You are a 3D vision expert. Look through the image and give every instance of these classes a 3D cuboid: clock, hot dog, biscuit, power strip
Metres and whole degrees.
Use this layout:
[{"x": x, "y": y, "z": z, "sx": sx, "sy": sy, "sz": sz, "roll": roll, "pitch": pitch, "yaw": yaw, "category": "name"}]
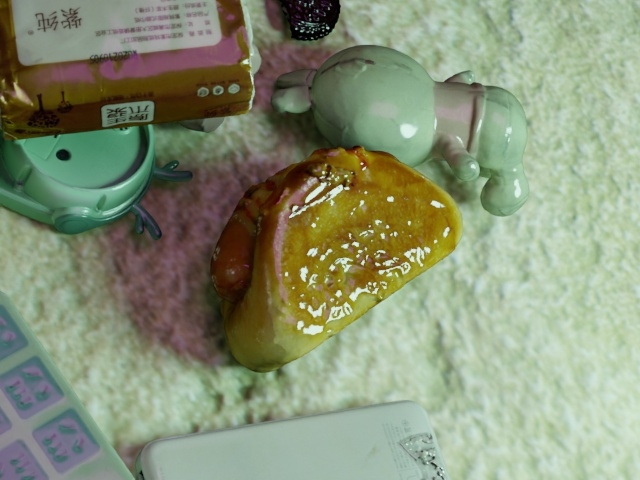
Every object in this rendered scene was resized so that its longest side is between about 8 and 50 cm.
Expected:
[{"x": -0.218, "y": -0.086, "z": 1.536, "sx": 0.211, "sy": 0.066, "sz": 0.159, "roll": 28, "pitch": 57, "yaw": -9, "category": "clock"}, {"x": 0.000, "y": 0.000, "z": 1.544, "sx": 0.257, "sy": 0.150, "sz": 0.153, "roll": -33, "pitch": 90, "yaw": -33, "category": "hot dog"}, {"x": -0.018, "y": -0.247, "z": 1.734, "sx": 0.087, "sy": 0.027, "sz": 0.089, "roll": 37, "pitch": 55, "yaw": -3, "category": "biscuit"}, {"x": -0.249, "y": 0.168, "z": 1.400, "sx": 0.118, "sy": 0.046, "sz": 0.270, "roll": -30, "pitch": 80, "yaw": -34, "category": "power strip"}]

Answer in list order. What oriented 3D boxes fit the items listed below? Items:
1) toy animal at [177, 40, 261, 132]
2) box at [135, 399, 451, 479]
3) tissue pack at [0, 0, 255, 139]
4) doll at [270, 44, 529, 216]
[{"x": -0.166, "y": -0.196, "z": 1.593, "sx": 0.212, "sy": 0.124, "sz": 0.124, "roll": 34, "pitch": 55, "yaw": 3, "category": "toy animal"}, {"x": -0.014, "y": 0.223, "z": 1.479, "sx": 0.285, "sy": 0.044, "sz": 0.142, "roll": -6, "pitch": 65, "yaw": -27, "category": "box"}, {"x": -0.178, "y": -0.190, "z": 1.480, "sx": 0.226, "sy": 0.092, "sz": 0.183, "roll": -6, "pitch": 73, "yaw": -11, "category": "tissue pack"}, {"x": 0.093, "y": -0.127, "z": 1.665, "sx": 0.275, "sy": 0.113, "sz": 0.155, "roll": 21, "pitch": 40, "yaw": -11, "category": "doll"}]
